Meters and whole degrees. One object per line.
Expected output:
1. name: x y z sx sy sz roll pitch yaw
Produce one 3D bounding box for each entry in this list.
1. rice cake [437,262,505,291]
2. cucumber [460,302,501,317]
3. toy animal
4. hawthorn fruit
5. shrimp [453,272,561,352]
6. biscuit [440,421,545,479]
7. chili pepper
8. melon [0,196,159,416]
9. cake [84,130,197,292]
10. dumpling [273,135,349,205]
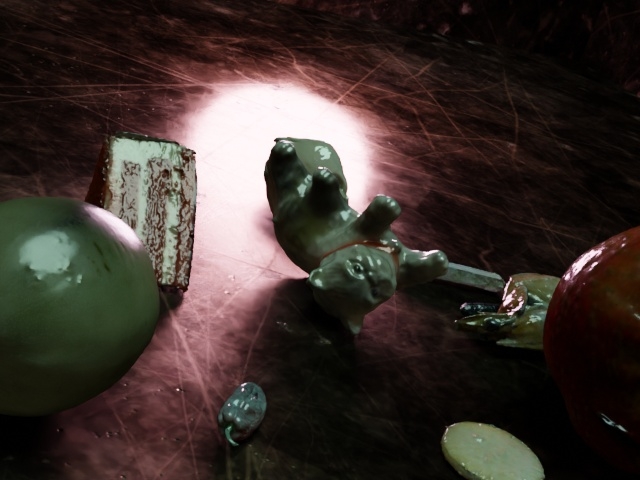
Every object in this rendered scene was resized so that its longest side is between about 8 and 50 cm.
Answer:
1. rice cake: 0.231 0.058 1.988 0.210 0.034 0.043 13 15 -11
2. cucumber: 0.293 0.124 1.892 0.133 0.032 0.032 5 27 -27
3. toy animal: 0.000 0.000 1.761 0.308 0.188 0.266 49 -21 -17
4. hawthorn fruit: 0.526 0.158 1.598 0.402 0.403 0.403 16 23 -7
5. shrimp: 0.351 0.119 1.864 0.317 0.077 0.168 4 42 -32
6. biscuit: 0.232 0.291 1.488 0.152 0.020 0.152 16 23 -7
7. chili pepper: -0.095 0.212 1.397 0.050 0.041 0.153 61 23 -9
8. melon: -0.322 0.071 1.278 0.271 0.272 0.308 17 18 -4
9. cake: -0.292 -0.016 1.748 0.158 0.160 0.262 11 59 -19
10. dumpling: -0.011 -0.128 2.152 0.111 0.181 0.155 -19 -7 0
